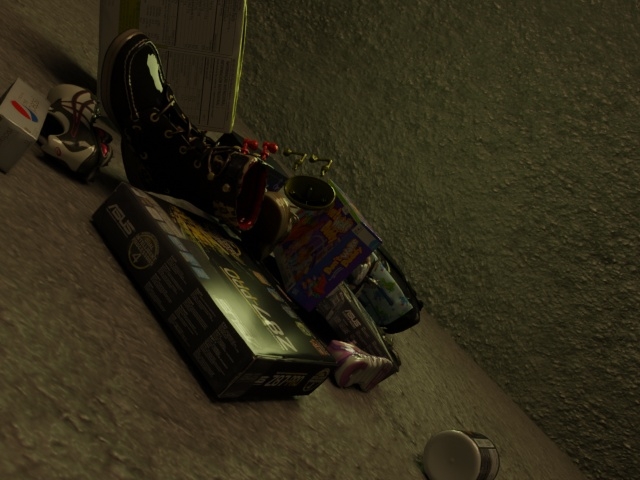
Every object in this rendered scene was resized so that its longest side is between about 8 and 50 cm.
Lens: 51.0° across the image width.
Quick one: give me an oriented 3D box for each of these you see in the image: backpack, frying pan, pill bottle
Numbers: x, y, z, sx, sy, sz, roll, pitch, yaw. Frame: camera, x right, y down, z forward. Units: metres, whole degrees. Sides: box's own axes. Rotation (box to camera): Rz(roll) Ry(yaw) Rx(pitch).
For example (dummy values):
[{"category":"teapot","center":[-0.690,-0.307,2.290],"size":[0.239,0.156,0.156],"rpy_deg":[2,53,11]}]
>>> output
[{"category":"backpack","center":[0.141,0.108,2.161],"size":[0.290,0.273,0.355],"rpy_deg":[-102,168,-70]},{"category":"frying pan","center":[-0.129,0.070,1.624],"size":[0.326,0.053,0.197],"rpy_deg":[39,10,-27]},{"category":"pill bottle","center":[0.329,0.499,1.522],"size":[0.130,0.130,0.246],"rpy_deg":[50,9,30]}]

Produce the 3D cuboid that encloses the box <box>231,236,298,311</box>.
[{"category":"box","center":[-0.161,0.078,1.434],"size":[0.220,0.051,0.175],"rpy_deg":[48,9,20]}]

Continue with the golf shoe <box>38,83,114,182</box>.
[{"category":"golf shoe","center":[-0.471,-0.225,1.238],"size":[0.120,0.105,0.273],"rpy_deg":[25,21,-47]}]

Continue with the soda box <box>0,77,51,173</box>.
[{"category":"soda box","center":[-0.488,-0.187,1.064],"size":[0.069,0.074,0.216],"rpy_deg":[41,10,-29]}]

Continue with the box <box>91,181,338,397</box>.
[{"category":"box","center":[-0.174,0.094,1.156],"size":[0.395,0.097,0.318],"rpy_deg":[48,11,25]}]

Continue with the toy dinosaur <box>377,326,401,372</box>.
[{"category":"toy dinosaur","center":[0.152,0.265,1.967],"size":[0.268,0.064,0.118],"rpy_deg":[46,5,-8]}]

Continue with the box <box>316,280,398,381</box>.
[{"category":"box","center":[0.067,0.188,1.728],"size":[0.307,0.076,0.242],"rpy_deg":[54,4,-24]}]

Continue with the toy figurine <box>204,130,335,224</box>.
[{"category":"toy figurine","center":[-0.162,-0.112,1.708],"size":[0.363,0.217,0.191],"rpy_deg":[11,47,-10]}]

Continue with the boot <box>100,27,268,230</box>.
[{"category":"boot","center":[-0.244,-0.186,1.245],"size":[0.284,0.138,0.377],"rpy_deg":[26,-38,16]}]

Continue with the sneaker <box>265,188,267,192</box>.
[{"category":"sneaker","center":[-0.203,-0.101,1.827],"size":[0.065,0.061,0.158],"rpy_deg":[35,51,1]}]

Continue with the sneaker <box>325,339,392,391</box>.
[{"category":"sneaker","center":[0.081,0.277,1.537],"size":[0.104,0.095,0.236],"rpy_deg":[42,7,32]}]

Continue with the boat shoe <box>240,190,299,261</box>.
[{"category":"boat shoe","center":[-0.109,-0.042,1.461],"size":[0.104,0.089,0.285],"rpy_deg":[55,-23,6]}]

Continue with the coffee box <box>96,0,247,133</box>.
[{"category":"coffee box","center":[-0.367,-0.486,1.719],"size":[0.335,0.338,0.337],"rpy_deg":[6,19,-8]}]

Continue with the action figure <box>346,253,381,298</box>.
[{"category":"action figure","center":[0.062,0.062,1.976],"size":[0.285,0.185,0.099],"rpy_deg":[36,-26,-3]}]

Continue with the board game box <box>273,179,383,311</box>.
[{"category":"board game box","center":[0.000,0.000,1.647],"size":[0.078,0.233,0.347],"rpy_deg":[44,7,-22]}]

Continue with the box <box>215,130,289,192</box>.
[{"category":"box","center":[-0.226,-0.176,1.862],"size":[0.103,0.184,0.261],"rpy_deg":[49,10,24]}]
